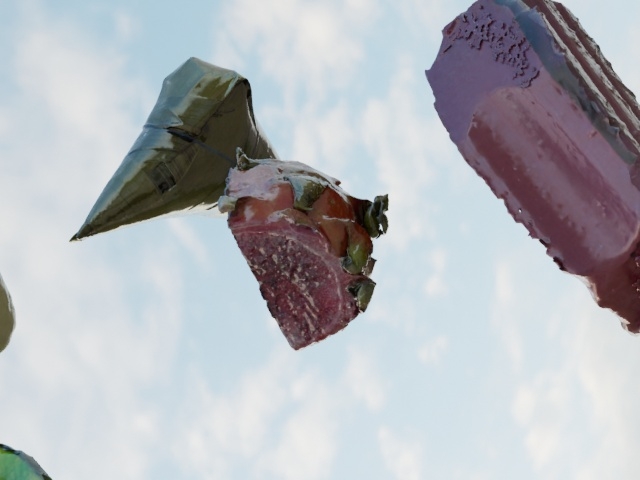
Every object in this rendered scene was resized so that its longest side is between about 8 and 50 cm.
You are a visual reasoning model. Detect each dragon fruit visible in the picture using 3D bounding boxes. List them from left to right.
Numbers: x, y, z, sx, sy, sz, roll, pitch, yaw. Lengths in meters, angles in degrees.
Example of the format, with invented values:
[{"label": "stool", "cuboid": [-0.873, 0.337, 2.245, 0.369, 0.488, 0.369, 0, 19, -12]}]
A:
[{"label": "dragon fruit", "cuboid": [0.000, 0.000, 0.941, 0.147, 0.096, 0.102, 64, -158, -24]}]

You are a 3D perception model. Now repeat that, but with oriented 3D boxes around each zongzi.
[{"label": "zongzi", "cuboid": [-0.162, -0.044, 1.632, 0.289, 0.123, 0.260, -58, -30, -22]}]

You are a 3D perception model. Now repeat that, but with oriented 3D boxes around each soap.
[{"label": "soap", "cuboid": [0.202, -0.064, 1.026, 0.112, 0.289, 0.182, -43, -21, 25]}]

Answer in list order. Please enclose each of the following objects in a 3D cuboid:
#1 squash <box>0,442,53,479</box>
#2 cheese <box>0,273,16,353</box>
[{"label": "squash", "cuboid": [-0.215, 0.325, 1.097, 0.234, 0.210, 0.309, 125, 148, -51]}, {"label": "cheese", "cuboid": [-0.407, -0.001, 1.375, 0.093, 0.159, 0.263, -44, -50, -37]}]
